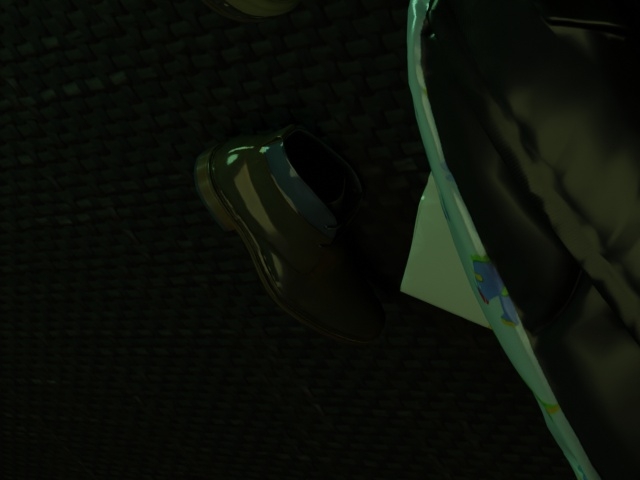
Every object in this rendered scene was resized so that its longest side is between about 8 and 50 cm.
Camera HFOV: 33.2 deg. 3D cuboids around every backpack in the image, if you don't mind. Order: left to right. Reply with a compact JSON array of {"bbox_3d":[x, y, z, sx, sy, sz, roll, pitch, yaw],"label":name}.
[{"bbox_3d":[0.180,-0.040,0.475,0.290,0.273,0.355,-30,121,22],"label":"backpack"}]

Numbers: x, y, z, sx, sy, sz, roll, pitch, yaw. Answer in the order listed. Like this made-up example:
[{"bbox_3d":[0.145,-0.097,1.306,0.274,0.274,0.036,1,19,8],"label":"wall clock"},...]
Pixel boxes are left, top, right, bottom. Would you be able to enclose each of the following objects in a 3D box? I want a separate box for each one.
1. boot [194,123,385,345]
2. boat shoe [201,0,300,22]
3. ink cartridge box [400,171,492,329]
[{"bbox_3d":[0.000,0.000,0.863,0.219,0.082,0.106,47,143,-18],"label":"boot"},{"bbox_3d":[-0.084,-0.265,0.570,0.119,0.123,0.324,-16,132,40],"label":"boat shoe"},{"bbox_3d":[0.159,-0.014,0.697,0.176,0.128,0.127,23,143,11],"label":"ink cartridge box"}]
